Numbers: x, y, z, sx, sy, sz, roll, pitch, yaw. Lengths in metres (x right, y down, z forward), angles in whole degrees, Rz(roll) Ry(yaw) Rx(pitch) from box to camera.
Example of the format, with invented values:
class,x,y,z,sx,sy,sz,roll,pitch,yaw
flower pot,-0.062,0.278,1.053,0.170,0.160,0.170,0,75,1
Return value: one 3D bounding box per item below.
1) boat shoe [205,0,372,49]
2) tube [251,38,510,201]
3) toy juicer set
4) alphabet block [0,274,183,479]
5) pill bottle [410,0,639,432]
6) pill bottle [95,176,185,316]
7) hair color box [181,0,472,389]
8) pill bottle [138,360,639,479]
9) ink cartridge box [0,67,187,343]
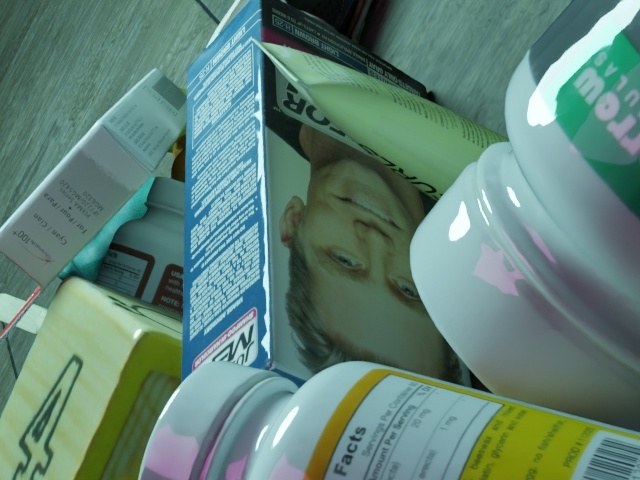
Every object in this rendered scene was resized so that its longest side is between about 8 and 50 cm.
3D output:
class,x,y,z,sx,sy,sz,roll,pitch,yaw
boat shoe,-0.019,-0.188,1.176,0.096,0.116,0.324,-8,57,59
tube,0.068,-0.054,0.792,0.070,0.240,0.062,-24,47,50
toy juicer set,-0.197,0.006,1.368,0.329,0.089,0.209,-53,43,6
alphabet block,-0.126,0.159,1.014,0.197,0.192,0.193,22,89,61
pill bottle,0.215,-0.072,0.596,0.361,0.204,0.204,-51,32,26
pill bottle,-0.146,0.058,1.194,0.121,0.121,0.216,11,78,61
hair color box,0.000,0.000,0.935,0.105,0.174,0.347,-41,37,35
pill bottle,0.049,0.130,0.571,0.245,0.136,0.136,13,78,25
ink cartridge box,-0.230,-0.020,1.187,0.261,0.066,0.296,-47,9,12
